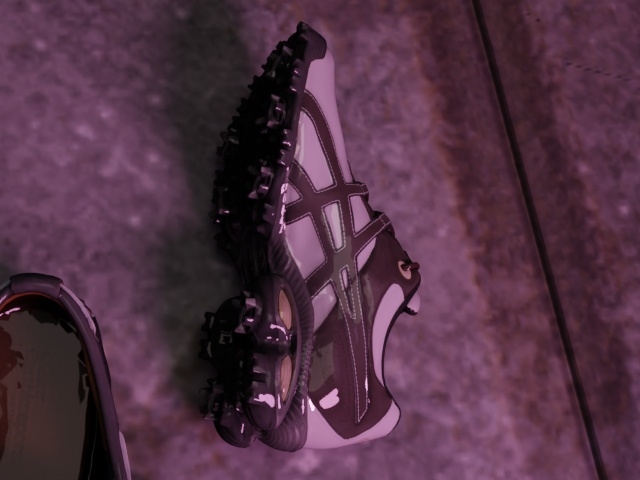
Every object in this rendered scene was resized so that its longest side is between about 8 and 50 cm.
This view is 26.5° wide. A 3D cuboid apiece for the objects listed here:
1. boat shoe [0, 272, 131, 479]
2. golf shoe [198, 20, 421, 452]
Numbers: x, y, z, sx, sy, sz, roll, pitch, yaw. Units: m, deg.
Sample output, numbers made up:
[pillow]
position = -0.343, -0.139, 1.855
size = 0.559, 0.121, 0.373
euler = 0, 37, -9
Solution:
[boat shoe]
position = -0.114, 0.129, 0.532
size = 0.084, 0.079, 0.233
euler = 2, 72, -17
[golf shoe]
position = 0.000, 0.000, 0.624
size = 0.094, 0.077, 0.198
euler = 12, 73, -23
